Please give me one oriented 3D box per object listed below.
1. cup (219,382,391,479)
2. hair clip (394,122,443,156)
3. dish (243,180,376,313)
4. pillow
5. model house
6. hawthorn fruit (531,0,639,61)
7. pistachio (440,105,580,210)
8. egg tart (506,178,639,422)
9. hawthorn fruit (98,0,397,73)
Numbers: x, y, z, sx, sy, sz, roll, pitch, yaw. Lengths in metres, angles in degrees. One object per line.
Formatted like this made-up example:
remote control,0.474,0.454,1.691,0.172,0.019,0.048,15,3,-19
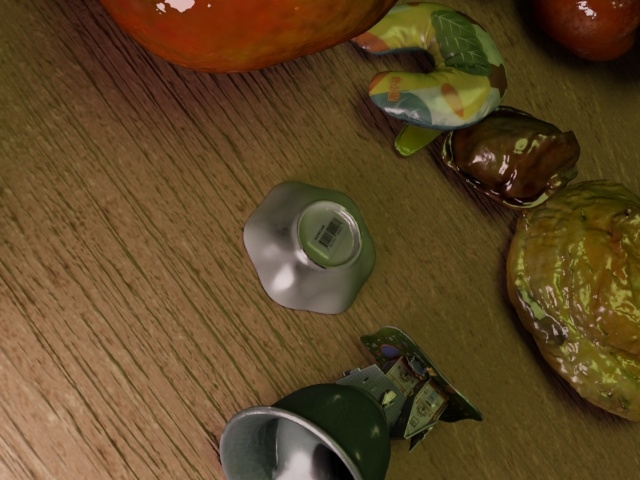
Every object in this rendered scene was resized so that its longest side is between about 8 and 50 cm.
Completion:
cup,0.008,0.238,0.972,0.199,0.199,0.150,54,42,0
hair clip,0.171,-0.188,1.259,0.060,0.033,0.188,47,60,-4
dish,0.000,0.000,1.095,0.191,0.066,0.190,8,70,-24
pillow,0.158,-0.253,1.224,0.214,0.086,0.233,-7,61,-10
model house,0.099,0.197,1.052,0.167,0.117,0.088,48,64,-8
hawthorn fruit,0.423,-0.400,1.382,0.226,0.196,0.196,14,64,12
pistachio,0.279,-0.126,1.237,0.210,0.130,0.165,7,64,-5
egg tart,0.432,0.062,1.236,0.339,0.153,0.351,39,60,-6
hawthorn fruit,-0.088,-0.406,0.998,0.472,0.472,0.471,8,70,-23
